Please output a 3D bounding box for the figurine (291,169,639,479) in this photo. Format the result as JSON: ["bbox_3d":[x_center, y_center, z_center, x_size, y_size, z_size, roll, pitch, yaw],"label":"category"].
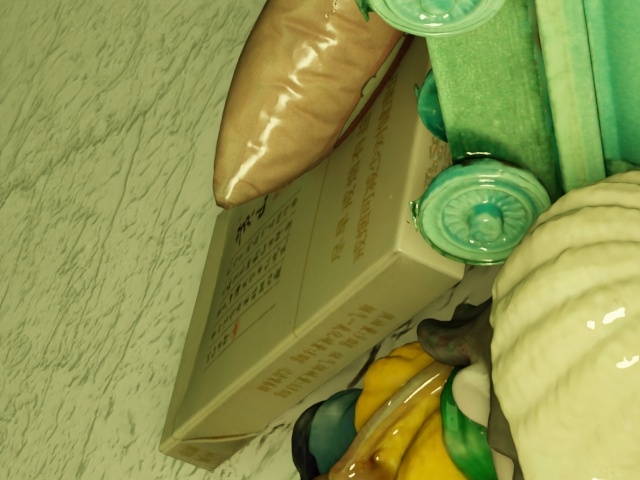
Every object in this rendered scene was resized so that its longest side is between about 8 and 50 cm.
[{"bbox_3d":[0.109,0.069,0.909,0.332,0.185,0.204,1,97,56],"label":"figurine"}]

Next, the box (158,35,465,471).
[{"bbox_3d":[0.000,0.001,1.226,0.365,0.051,0.204,-42,31,54],"label":"box"}]

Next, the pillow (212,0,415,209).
[{"bbox_3d":[0.014,-0.131,1.083,0.236,0.084,0.223,-64,-1,15],"label":"pillow"}]

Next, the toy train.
[{"bbox_3d":[0.126,-0.105,0.928,0.194,0.298,0.120,-7,47,9],"label":"toy train"}]
